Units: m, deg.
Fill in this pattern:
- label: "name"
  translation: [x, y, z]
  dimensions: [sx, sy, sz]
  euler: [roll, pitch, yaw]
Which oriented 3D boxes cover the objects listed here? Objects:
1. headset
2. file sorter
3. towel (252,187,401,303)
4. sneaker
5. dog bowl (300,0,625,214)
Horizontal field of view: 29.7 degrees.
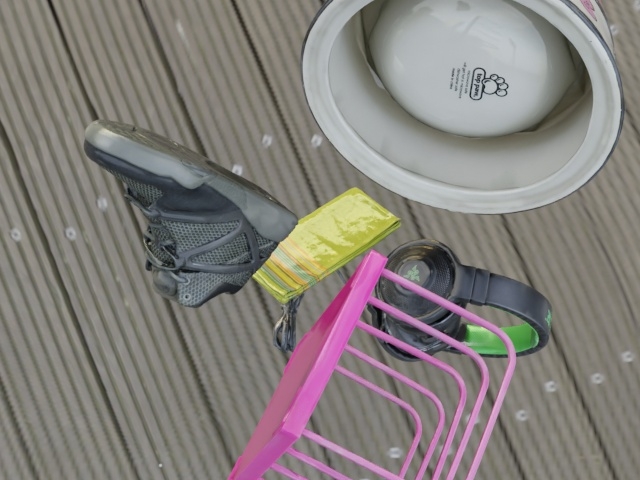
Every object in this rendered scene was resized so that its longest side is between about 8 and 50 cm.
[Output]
- label: "headset"
  translation: [0.136, 0.117, 1.767]
  dimensions: [0.394, 0.243, 0.185]
  euler: [12, 67, 4]
- label: "file sorter"
  translation: [0.048, 0.184, 1.238]
  dimensions: [0.182, 0.291, 0.202]
  euler: [29, 63, -2]
- label: "towel"
  translation: [0.000, 0.000, 1.708]
  dimensions: [0.237, 0.021, 0.102]
  euler: [-32, 60, -32]
- label: "sneaker"
  translation: [-0.127, -0.014, 1.030]
  dimensions: [0.087, 0.227, 0.130]
  euler: [36, 94, 41]
- label: "dog bowl"
  translation: [0.189, -0.226, 1.544]
  dimensions: [0.408, 0.408, 0.150]
  euler: [24, 50, -3]
